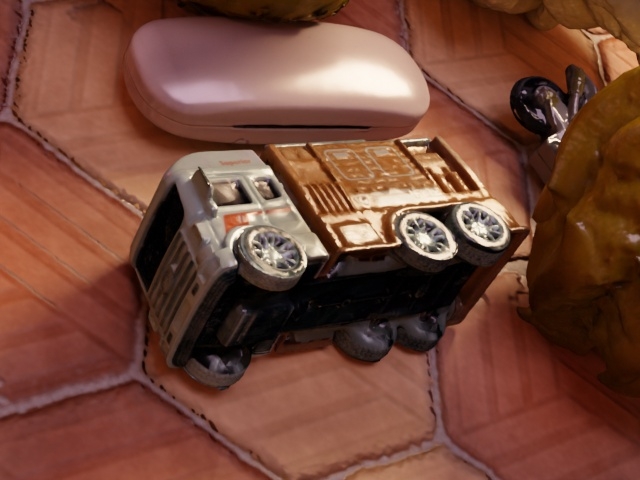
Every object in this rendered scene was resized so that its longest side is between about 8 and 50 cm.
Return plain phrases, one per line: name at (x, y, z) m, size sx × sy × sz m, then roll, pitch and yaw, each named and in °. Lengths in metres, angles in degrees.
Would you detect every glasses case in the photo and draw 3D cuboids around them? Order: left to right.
glasses case at (-0.034, -0.143, 1.166) m, size 0.297 × 0.075 × 0.113 m, roll -3°, pitch 54°, yaw -31°

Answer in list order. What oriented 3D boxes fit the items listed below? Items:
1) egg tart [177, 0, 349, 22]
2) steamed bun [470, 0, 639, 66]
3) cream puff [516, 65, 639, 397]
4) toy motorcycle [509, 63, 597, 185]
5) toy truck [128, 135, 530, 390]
egg tart at (-0.055, -0.283, 1.189) m, size 0.341 × 0.132 × 0.341 m, roll 8°, pitch 22°, yaw -3°
steamed bun at (0.256, -0.337, 1.390) m, size 0.372 × 0.230 × 0.325 m, roll 26°, pitch 46°, yaw -7°
cream puff at (0.323, 0.020, 1.095) m, size 0.324 × 0.291 × 0.257 m, roll 41°, pitch 83°, yaw 15°
toy motorcycle at (0.289, -0.079, 1.307) m, size 0.152 × 0.073 × 0.225 m, roll -20°, pitch 75°, yaw -31°
toy truck at (0.000, 0.000, 1.031) m, size 0.305 × 0.136 × 0.162 m, roll -6°, pitch 51°, yaw -37°
